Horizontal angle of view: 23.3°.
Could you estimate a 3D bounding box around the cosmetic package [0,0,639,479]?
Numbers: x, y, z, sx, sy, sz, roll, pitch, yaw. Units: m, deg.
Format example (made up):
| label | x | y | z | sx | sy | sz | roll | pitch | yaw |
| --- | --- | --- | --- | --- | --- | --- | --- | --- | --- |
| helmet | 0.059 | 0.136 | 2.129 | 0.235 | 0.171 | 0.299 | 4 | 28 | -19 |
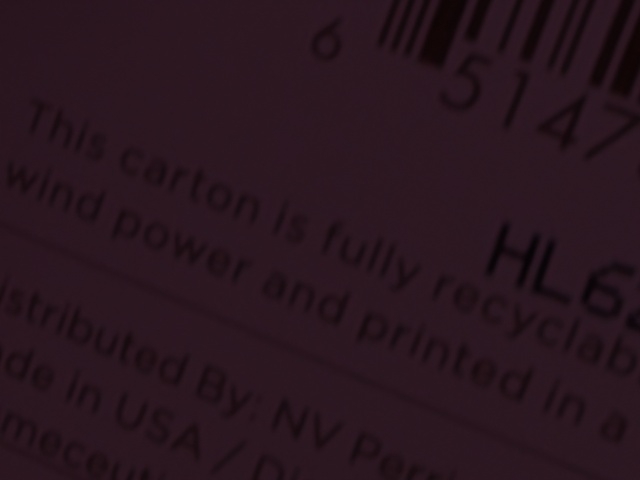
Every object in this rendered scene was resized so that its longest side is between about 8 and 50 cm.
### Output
| label | x | y | z | sx | sy | sz | roll | pitch | yaw |
| --- | --- | --- | --- | --- | --- | --- | --- | --- | --- |
| cosmetic package | 0.112 | 0.004 | 0.484 | 0.329 | 0.327 | 0.394 | 21 | 7 | 13 |
